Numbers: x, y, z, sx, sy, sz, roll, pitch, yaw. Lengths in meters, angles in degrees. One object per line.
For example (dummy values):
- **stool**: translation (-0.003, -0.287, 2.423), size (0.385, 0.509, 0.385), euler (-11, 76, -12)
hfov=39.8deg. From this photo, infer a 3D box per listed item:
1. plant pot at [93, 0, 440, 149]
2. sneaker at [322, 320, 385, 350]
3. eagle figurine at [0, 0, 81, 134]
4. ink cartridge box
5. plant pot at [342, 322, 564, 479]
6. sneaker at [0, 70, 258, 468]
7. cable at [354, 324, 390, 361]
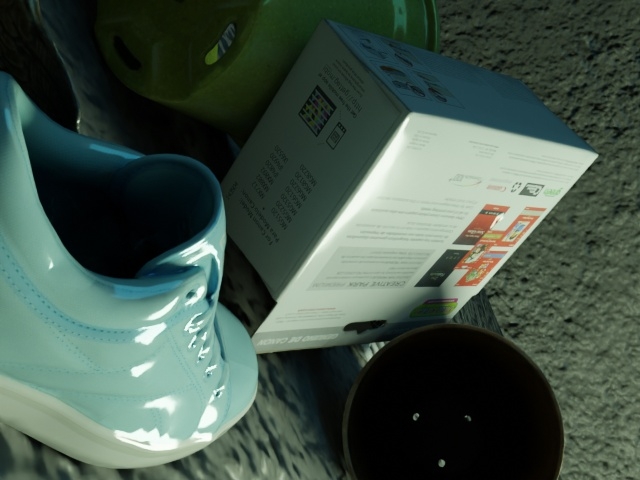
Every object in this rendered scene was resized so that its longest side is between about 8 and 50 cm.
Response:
- **plant pot**: translation (-0.062, -0.202, 0.824), size (0.254, 0.276, 0.276), euler (-1, 67, -62)
- **sneaker**: translation (0.000, 0.000, 0.983), size (0.235, 0.094, 0.090), euler (66, 16, 9)
- **eagle figurine**: translation (-0.208, -0.205, 0.482), size (0.226, 0.225, 0.299), euler (14, 78, -21)
- **ink cartridge box**: translation (0.066, -0.034, 0.837), size (0.309, 0.272, 0.130), euler (3, 41, -47)
- **plant pot**: translation (0.137, 0.210, 0.970), size (0.230, 0.215, 0.216), euler (67, 2, -78)
- **sneaker**: translation (-0.096, 0.032, 0.474), size (0.366, 0.150, 0.135), euler (37, 33, -62)
- **cable**: translation (0.108, 0.090, 1.225), size (0.257, 0.089, 0.257), euler (52, 19, -42)
